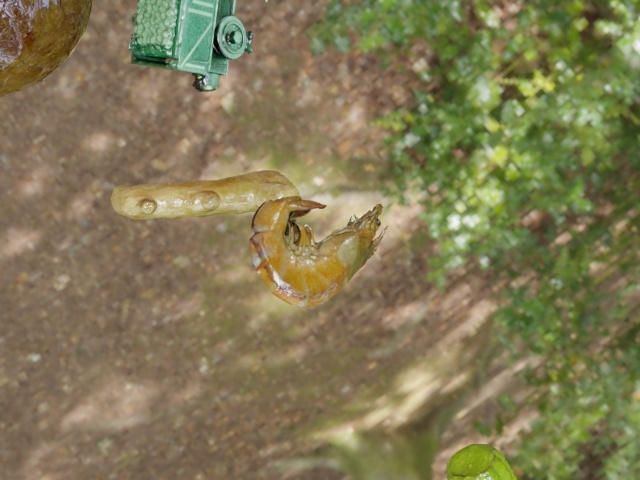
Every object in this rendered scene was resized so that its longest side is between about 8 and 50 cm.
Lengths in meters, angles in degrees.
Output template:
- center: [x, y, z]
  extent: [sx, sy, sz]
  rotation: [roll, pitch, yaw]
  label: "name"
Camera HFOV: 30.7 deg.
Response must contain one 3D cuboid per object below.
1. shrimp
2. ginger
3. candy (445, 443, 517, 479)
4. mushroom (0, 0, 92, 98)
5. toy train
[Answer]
- center: [0.000, 0.000, 1.518]
  extent: [0.068, 0.150, 0.249]
  rotation: [-32, 174, 42]
  label: "shrimp"
- center: [-0.184, -0.069, 1.871]
  extent: [0.299, 0.065, 0.118]
  rotation: [-6, -169, -13]
  label: "ginger"
- center: [0.273, 0.407, 1.785]
  extent: [0.097, 0.209, 0.096]
  rotation: [-28, -159, 12]
  label: "candy"
- center: [-0.359, -0.310, 1.026]
  extent: [0.331, 0.356, 0.334]
  rotation: [12, 158, -27]
  label: "mushroom"
- center: [-0.173, -0.342, 1.608]
  extent: [0.154, 0.115, 0.269]
  rotation: [1, 99, -47]
  label: "toy train"
